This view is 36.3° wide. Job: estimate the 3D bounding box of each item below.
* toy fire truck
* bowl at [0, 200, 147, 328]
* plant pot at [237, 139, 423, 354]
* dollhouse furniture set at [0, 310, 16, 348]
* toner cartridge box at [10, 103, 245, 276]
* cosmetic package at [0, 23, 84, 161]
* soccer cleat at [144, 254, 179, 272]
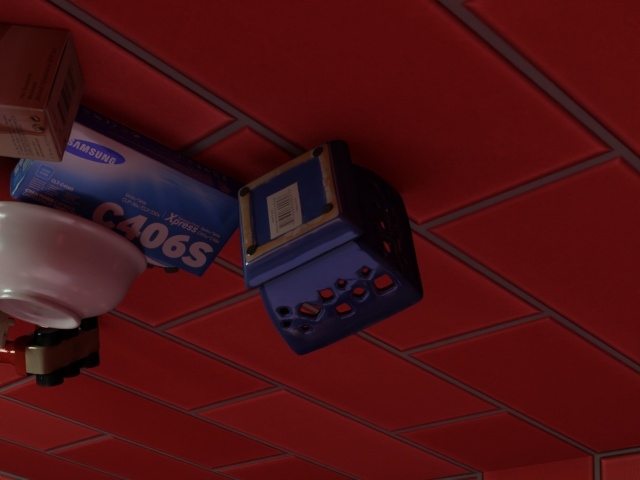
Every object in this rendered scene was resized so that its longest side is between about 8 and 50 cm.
[{"bbox_3d":[-0.636,0.249,2.149,0.246,0.159,0.217,3,-170,19],"label":"toy fire truck"},{"bbox_3d":[-0.444,0.058,1.593,0.297,0.134,0.298,11,158,4],"label":"bowl"},{"bbox_3d":[0.000,0.000,1.513,0.236,0.236,0.212,-26,134,17],"label":"plant pot"},{"bbox_3d":[-0.811,0.106,2.115,0.303,0.174,0.355,15,175,-18],"label":"dollhouse furniture set"},{"bbox_3d":[-0.299,-0.079,1.567,0.348,0.075,0.165,25,114,-29],"label":"toner cartridge box"},{"bbox_3d":[-0.500,-0.217,1.365,0.296,0.153,0.129,5,149,1],"label":"cosmetic package"},{"bbox_3d":[-0.378,-0.037,1.721,0.331,0.116,0.143,8,135,-5],"label":"soccer cleat"}]
